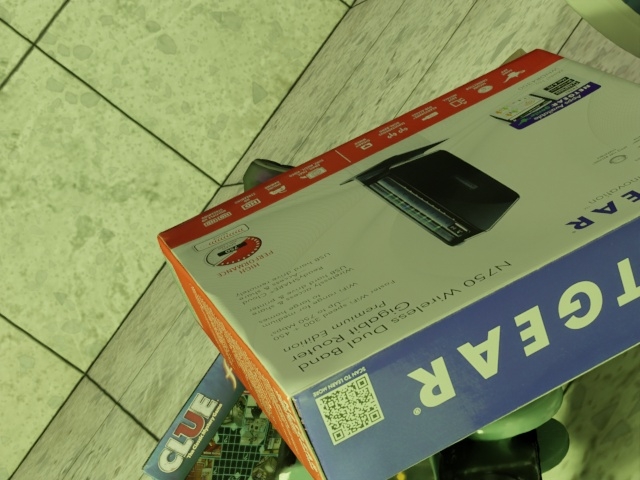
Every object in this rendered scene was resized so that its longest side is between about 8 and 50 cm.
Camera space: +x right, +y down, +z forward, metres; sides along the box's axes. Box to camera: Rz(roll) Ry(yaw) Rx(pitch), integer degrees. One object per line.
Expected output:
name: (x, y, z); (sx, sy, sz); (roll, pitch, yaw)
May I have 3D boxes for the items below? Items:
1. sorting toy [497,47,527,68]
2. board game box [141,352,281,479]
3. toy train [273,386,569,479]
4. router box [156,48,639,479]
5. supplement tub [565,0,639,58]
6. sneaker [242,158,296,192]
sorting toy: (0.133, -0.024, 1.345); (0.255, 0.089, 0.257); (-44, 16, 34)
board game box: (-0.034, 0.173, 1.138); (0.042, 0.243, 0.165); (24, 73, 34)
toy train: (0.073, 0.112, 0.949); (0.190, 0.142, 0.334); (-8, 24, 8)
router box: (0.090, 0.000, 0.909); (0.335, 0.082, 0.301); (-27, 25, -12)
supplement tub: (0.335, -0.326, 1.116); (0.325, 0.235, 0.235); (-45, 15, 30)
sneaker: (0.000, 0.000, 1.154); (0.267, 0.101, 0.106); (13, -89, -63)
